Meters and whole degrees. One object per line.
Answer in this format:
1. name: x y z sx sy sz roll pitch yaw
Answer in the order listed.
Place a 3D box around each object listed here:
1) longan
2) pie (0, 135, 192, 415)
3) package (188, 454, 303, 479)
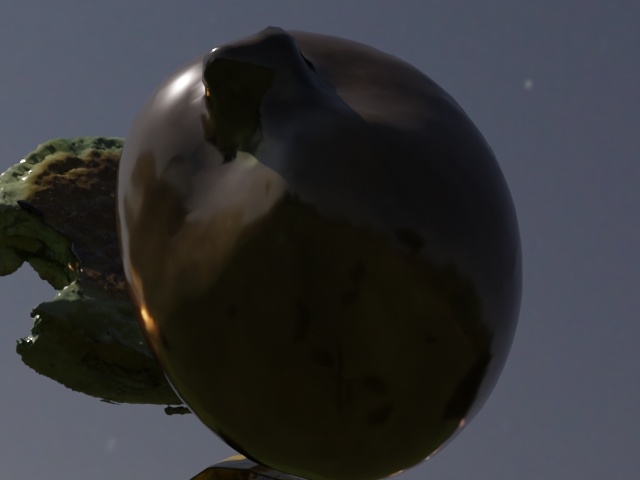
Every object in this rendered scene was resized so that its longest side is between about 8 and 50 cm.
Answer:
1. longan: 0.000 0.000 1.212 0.300 0.243 0.300 54 -18 27
2. pie: -0.106 0.023 1.451 0.302 0.302 0.067 18 -58 -8
3. package: -0.065 0.173 1.348 0.131 0.047 0.071 -36 -10 24
